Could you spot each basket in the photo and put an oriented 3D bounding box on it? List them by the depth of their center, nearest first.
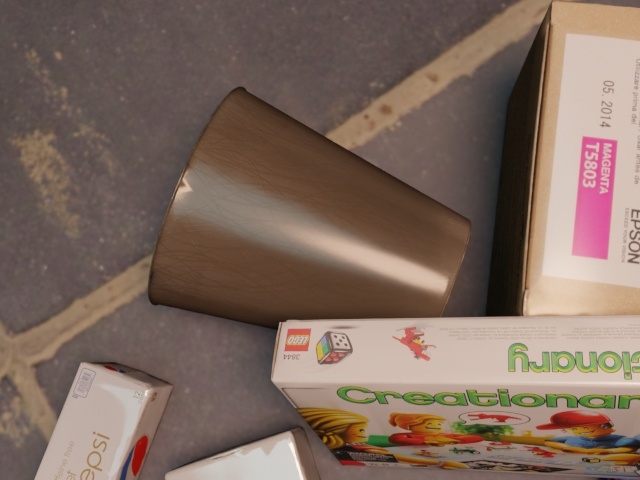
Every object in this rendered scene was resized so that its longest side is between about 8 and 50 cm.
[{"bbox_3d":[0.000,0.000,0.628,0.227,0.154,0.204,21,81,5],"label":"basket"}]

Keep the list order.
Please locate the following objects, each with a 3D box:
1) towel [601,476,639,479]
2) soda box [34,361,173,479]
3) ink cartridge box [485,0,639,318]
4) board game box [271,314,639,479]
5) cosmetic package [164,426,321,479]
[{"bbox_3d":[0.401,0.224,0.570,0.308,0.076,0.227,-17,63,4],"label":"towel"},{"bbox_3d":[-0.207,0.218,0.644,0.069,0.074,0.216,20,83,8],"label":"soda box"},{"bbox_3d":[0.196,-0.039,0.591,0.088,0.193,0.234,8,82,6],"label":"ink cartridge box"},{"bbox_3d":[0.139,0.120,0.538,0.305,0.193,0.053,-3,56,18],"label":"board game box"},{"bbox_3d":[-0.036,0.285,0.614,0.117,0.085,0.231,-18,78,3],"label":"cosmetic package"}]
